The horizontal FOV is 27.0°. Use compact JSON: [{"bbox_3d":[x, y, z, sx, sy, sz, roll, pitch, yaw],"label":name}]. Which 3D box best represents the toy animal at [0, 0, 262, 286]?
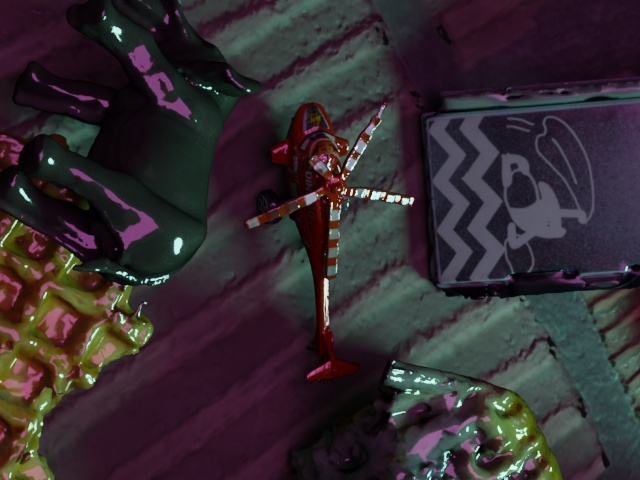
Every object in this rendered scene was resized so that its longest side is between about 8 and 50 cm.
[{"bbox_3d":[-0.126,-0.077,0.875,0.146,0.114,0.245,28,63,-29],"label":"toy animal"}]

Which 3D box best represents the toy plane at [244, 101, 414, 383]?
[{"bbox_3d":[0.007,-0.002,0.972,0.126,0.077,0.194,-28,112,-16],"label":"toy plane"}]

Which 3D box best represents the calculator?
[{"bbox_3d":[0.217,-0.041,1.019,0.274,0.028,0.166,-3,98,5],"label":"calculator"}]

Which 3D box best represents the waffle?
[{"bbox_3d":[-0.250,0.070,0.869,0.281,0.058,0.301,8,91,-23],"label":"waffle"}]

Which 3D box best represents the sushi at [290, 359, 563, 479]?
[{"bbox_3d":[0.080,0.204,0.979,0.184,0.139,0.274,-17,97,-25],"label":"sushi"}]
